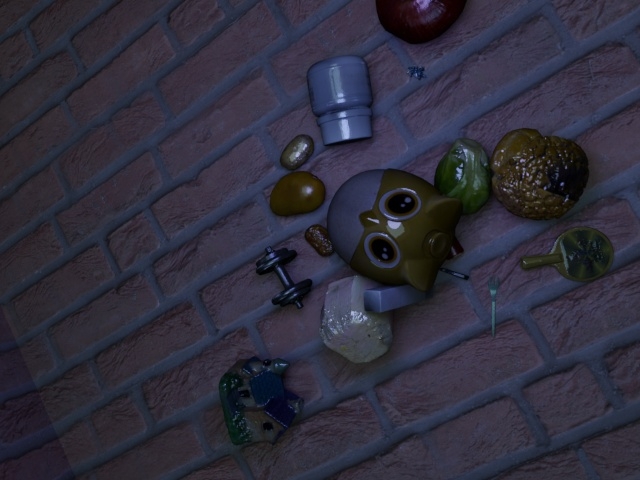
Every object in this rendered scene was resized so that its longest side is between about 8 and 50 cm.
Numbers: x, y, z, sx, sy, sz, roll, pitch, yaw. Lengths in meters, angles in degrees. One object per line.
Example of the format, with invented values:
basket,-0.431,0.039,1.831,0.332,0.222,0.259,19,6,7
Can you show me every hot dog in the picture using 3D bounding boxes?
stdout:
hot dog,0.001,-0.001,1.919,0.147,0.065,0.099,43,100,-1

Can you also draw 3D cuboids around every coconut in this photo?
coconut,0.137,0.284,1.772,0.297,0.310,0.298,2,127,3

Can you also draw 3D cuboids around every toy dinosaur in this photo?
toy dinosaur,0.383,-0.668,1.828,0.083,0.030,0.047,18,96,15

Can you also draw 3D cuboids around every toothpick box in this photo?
toothpick box,0.259,-0.046,1.634,0.425,0.408,0.409,26,98,45

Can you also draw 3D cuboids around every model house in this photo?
model house,-0.225,0.650,1.892,0.279,0.245,0.313,-8,98,19

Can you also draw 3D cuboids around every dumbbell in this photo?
dumbbell,-0.149,0.153,1.895,0.192,0.192,0.290,-32,81,13

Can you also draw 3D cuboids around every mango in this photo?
mango,-0.102,-0.197,1.908,0.254,0.139,0.176,-8,85,21

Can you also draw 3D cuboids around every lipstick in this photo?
lipstick,0.468,-0.044,1.787,0.080,0.080,0.241,-30,83,13
lipstick,0.295,0.197,1.686,0.076,0.371,0.080,-1,92,42

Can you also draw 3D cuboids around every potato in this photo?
potato,-0.097,-0.372,1.934,0.107,0.080,0.170,44,98,19

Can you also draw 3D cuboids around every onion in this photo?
onion,0.358,-0.902,1.704,0.340,0.341,0.342,0,90,15

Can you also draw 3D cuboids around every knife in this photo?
knife,0.521,0.128,1.801,0.121,0.031,0.018,20,96,19

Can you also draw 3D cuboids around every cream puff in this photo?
cream puff,0.765,-0.230,1.584,0.327,0.231,0.343,-37,113,-6

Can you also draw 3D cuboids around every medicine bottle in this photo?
medicine bottle,0.085,-0.539,1.799,0.244,0.245,0.307,-8,96,15

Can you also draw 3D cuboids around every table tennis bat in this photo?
table tennis bat,0.903,0.059,1.692,0.320,0.050,0.199,-10,90,11

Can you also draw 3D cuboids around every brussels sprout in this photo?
brussels sprout,0.529,-0.237,1.691,0.209,0.219,0.272,10,118,13

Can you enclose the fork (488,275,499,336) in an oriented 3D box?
fork,0.664,0.253,1.767,0.039,0.021,0.236,1,92,19
